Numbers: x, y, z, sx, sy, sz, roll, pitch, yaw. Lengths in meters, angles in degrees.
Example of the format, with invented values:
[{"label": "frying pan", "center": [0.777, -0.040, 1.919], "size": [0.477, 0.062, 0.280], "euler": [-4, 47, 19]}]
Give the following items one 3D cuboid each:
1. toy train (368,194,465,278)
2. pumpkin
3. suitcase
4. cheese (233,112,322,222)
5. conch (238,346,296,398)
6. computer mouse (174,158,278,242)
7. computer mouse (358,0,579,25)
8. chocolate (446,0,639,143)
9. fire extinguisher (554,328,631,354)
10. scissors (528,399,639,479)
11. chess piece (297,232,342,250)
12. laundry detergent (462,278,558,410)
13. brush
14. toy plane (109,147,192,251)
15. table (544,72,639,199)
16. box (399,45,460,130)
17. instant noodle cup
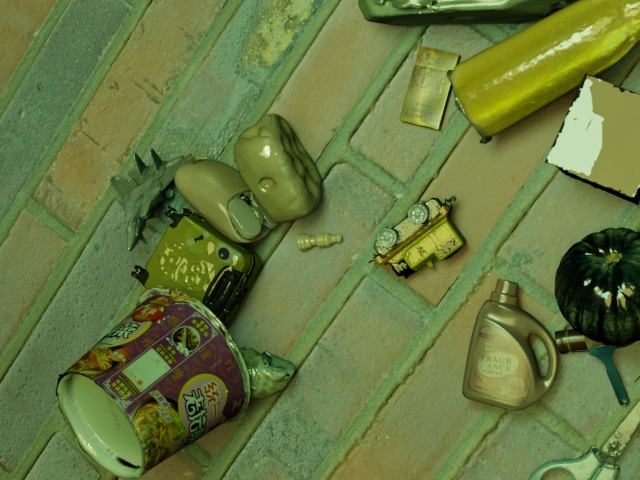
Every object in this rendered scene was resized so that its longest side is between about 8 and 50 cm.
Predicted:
[{"label": "toy train", "center": [0.194, -0.001, 1.914], "size": [0.219, 0.089, 0.127], "euler": [-38, 87, 15]}, {"label": "pumpkin", "center": [0.526, 0.080, 1.729], "size": [0.220, 0.220, 0.162], "euler": [-1, 132, 20]}, {"label": "suitcase", "center": [-0.251, 0.060, 2.045], "size": [0.235, 0.143, 0.194], "euler": [33, 99, 19]}, {"label": "cheese", "center": [-0.090, -0.149, 1.960], "size": [0.117, 0.218, 0.235], "euler": [-28, 58, 14]}, {"label": "conch", "center": [-0.137, 0.278, 2.016], "size": [0.172, 0.116, 0.106], "euler": [7, 112, 7]}, {"label": "computer mouse", "center": [-0.197, -0.091, 2.028], "size": [0.236, 0.145, 0.082], "euler": [42, 125, 18]}, {"label": "computer mouse", "center": [0.276, -0.484, 1.819], "size": [0.428, 0.228, 0.146], "euler": [3, 93, 18]}, {"label": "chocolate", "center": [0.455, -0.338, 1.747], "size": [0.445, 0.162, 0.162], "euler": [-26, 80, 28]}, {"label": "fire extinguisher", "center": [0.519, 0.180, 1.811], "size": [0.158, 0.043, 0.064], "euler": [-10, 115, 20]}, {"label": "scissors", "center": [0.539, 0.395, 1.805], "size": [0.191, 0.029, 0.360], "euler": [34, 100, 17]}, {"label": "chess piece", "center": [0.000, 0.000, 2.013], "size": [0.092, 0.035, 0.035], "euler": [-5, 87, 17]}, {"label": "laundry detergent", "center": [0.372, 0.202, 1.850], "size": [0.171, 0.076, 0.237], "euler": [13, 91, 19]}, {"label": "brush", "center": [0.534, 0.234, 1.793], "size": [0.051, 0.014, 0.164], "euler": [-19, 102, 23]}, {"label": "toy plane", "center": [-0.374, -0.072, 2.079], "size": [0.212, 0.088, 0.267], "euler": [-14, 51, 20]}, {"label": "table", "center": [0.520, -0.176, 1.739], "size": [0.172, 0.193, 0.169], "euler": [26, 98, 19]}, {"label": "box", "center": [0.219, -0.305, 1.944], "size": [0.089, 0.022, 0.156], "euler": [18, 95, 19]}, {"label": "instant noodle cup", "center": [-0.348, 0.293, 1.936], "size": [0.339, 0.266, 0.340], "euler": [23, 129, 31]}]
